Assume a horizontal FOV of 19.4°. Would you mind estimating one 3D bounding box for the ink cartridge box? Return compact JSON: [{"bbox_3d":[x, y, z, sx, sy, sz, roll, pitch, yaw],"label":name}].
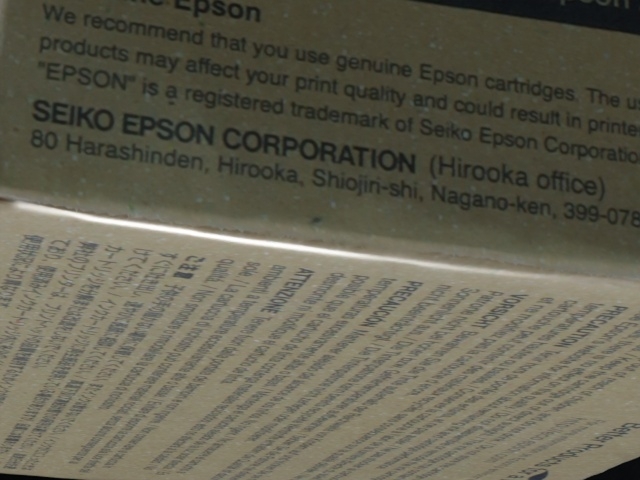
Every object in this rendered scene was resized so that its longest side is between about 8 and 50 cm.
[{"bbox_3d":[0.000,0.000,0.449,0.193,0.234,0.088,6,-109,-16],"label":"ink cartridge box"}]
